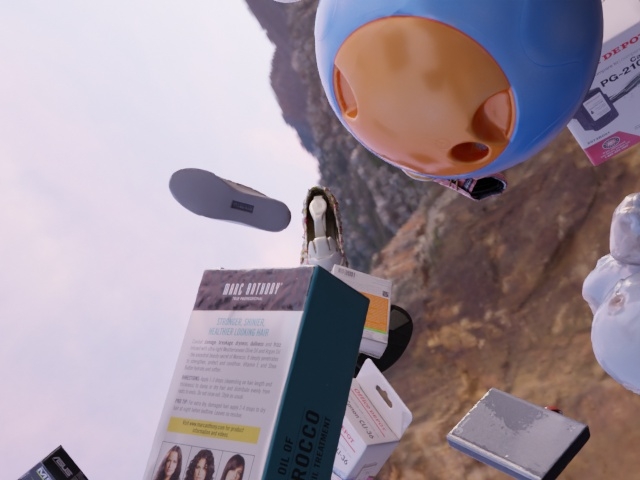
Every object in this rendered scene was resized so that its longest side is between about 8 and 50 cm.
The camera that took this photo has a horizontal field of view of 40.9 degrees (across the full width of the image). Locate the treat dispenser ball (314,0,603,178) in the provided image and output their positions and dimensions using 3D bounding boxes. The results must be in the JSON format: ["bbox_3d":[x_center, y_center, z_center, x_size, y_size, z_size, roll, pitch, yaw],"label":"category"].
[{"bbox_3d":[0.137,-0.206,0.874,0.288,0.288,0.288,42,-146,-38],"label":"treat dispenser ball"}]

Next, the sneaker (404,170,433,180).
[{"bbox_3d":[0.152,-0.206,1.250,0.321,0.126,0.128,-73,-4,-55],"label":"sneaker"}]

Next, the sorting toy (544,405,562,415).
[{"bbox_3d":[0.421,0.357,1.654,0.061,0.102,0.042,30,-146,-34],"label":"sorting toy"}]

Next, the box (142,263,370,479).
[{"bbox_3d":[-0.050,0.138,0.512,0.060,0.100,0.244,35,-118,-44],"label":"box"}]

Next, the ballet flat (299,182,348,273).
[{"bbox_3d":[0.000,0.000,1.487,0.077,0.091,0.241,78,-179,-51],"label":"ballet flat"}]

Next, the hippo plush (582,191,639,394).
[{"bbox_3d":[0.392,0.097,0.849,0.236,0.294,0.234,-45,-49,-51],"label":"hippo plush"}]

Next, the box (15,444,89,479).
[{"bbox_3d":[-0.347,0.392,1.170,0.191,0.184,0.045,51,-144,0],"label":"box"}]

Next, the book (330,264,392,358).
[{"bbox_3d":[0.055,0.101,1.284,0.096,0.035,0.144,18,-141,-5],"label":"book"}]

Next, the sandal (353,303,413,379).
[{"bbox_3d":[0.057,0.241,1.697,0.120,0.303,0.086,39,-173,-13],"label":"sandal"}]

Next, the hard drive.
[{"bbox_3d":[0.226,0.226,0.989,0.094,0.135,0.022,-39,-57,-28],"label":"hard drive"}]

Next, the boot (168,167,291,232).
[{"bbox_3d":[-0.191,-0.077,1.774,0.258,0.095,0.123,22,177,-11],"label":"boot"}]

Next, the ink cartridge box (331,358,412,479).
[{"bbox_3d":[0.026,0.263,1.129,0.067,0.198,0.115,4,-145,-43],"label":"ink cartridge box"}]

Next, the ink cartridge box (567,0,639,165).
[{"bbox_3d":[0.420,-0.241,1.253,0.237,0.172,0.100,38,-151,-44],"label":"ink cartridge box"}]

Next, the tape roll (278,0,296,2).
[{"bbox_3d":[-0.072,-0.479,1.019,0.072,0.392,0.392,-29,-85,-20],"label":"tape roll"}]

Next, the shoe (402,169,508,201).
[{"bbox_3d":[0.220,-0.112,1.397,0.178,0.064,0.081,3,-146,-27],"label":"shoe"}]
